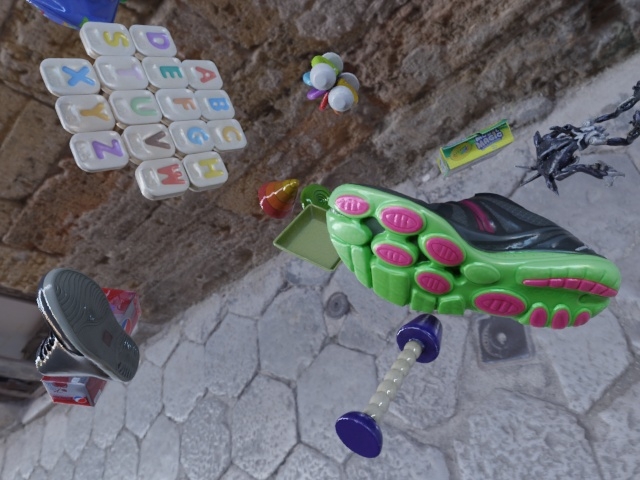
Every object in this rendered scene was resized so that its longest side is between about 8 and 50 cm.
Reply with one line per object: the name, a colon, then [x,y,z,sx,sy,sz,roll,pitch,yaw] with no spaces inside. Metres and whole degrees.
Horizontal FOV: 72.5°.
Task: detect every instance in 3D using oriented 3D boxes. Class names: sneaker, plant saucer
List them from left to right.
sneaker: [-0.339,0.125,0.574,0.118,0.222,0.083,-3,43,3]
plant saucer: [0.000,0.000,1.179,0.188,0.045,0.188,24,51,21]
sneaker: [0.238,0.012,0.741,0.202,0.483,0.185,-84,12,-58]

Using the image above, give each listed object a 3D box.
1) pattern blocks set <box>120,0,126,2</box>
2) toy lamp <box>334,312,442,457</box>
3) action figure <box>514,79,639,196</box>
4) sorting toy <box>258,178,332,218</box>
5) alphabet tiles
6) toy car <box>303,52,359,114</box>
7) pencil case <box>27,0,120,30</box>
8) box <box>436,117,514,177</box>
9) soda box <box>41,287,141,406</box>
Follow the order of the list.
pattern blocks set: [-0.631,-0.816,1.184,0.286,0.324,0.026,-5,49,-1]
toy lamp: [0.123,0.208,0.682,0.080,0.080,0.275,-15,17,43]
action figure: [0.533,-0.183,0.858,0.276,0.141,0.163,-39,43,54]
sorting toy: [0.002,-0.138,1.318,0.126,0.366,0.126,-33,63,50]
alphabet tiles: [-0.252,-0.205,0.674,0.021,0.278,0.283,-26,85,47]
toy car: [0.023,-0.460,1.312,0.136,0.182,0.159,-29,26,35]
pencil case: [-0.322,-0.458,0.657,0.306,0.133,0.119,-52,20,12]
box: [0.251,-0.149,0.722,0.105,0.179,0.043,-24,86,13]
soda box: [-0.495,0.227,0.970,0.263,0.092,0.083,-84,0,-52]
